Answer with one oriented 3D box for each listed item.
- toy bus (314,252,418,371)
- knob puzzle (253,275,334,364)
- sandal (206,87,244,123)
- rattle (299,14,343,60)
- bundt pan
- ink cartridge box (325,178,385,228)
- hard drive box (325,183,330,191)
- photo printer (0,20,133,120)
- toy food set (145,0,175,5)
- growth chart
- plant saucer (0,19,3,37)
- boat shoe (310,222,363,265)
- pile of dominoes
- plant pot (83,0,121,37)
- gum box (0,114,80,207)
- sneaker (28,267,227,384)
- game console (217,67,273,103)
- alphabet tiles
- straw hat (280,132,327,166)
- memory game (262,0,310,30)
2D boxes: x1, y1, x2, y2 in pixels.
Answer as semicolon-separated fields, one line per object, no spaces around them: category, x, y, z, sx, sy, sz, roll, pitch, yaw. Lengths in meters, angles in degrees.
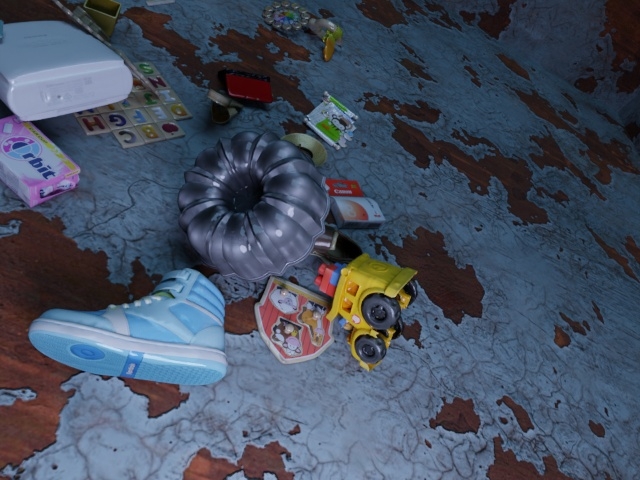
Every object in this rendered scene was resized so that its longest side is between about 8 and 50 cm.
toy bus;0.082;0.139;1.015;0.211;0.220;0.149;23;26;20
knob puzzle;-0.053;0.176;1.002;0.213;0.030;0.213;17;48;-20
sandal;-0.276;-0.360;1.269;0.088;0.079;0.240;30;11;-7
rattle;-0.020;-0.789;1.810;0.199;0.143;0.130;26;11;11
bundt pan;-0.150;-0.089;0.959;0.331;0.124;0.331;-4;69;11
ink cartridge box;0.090;-0.115;1.317;0.145;0.045;0.179;-1;58;-32
hard drive box;-0.116;-0.120;1.163;0.181;0.089;0.232;44;46;7
photo printer;-0.609;-0.393;1.028;0.256;0.107;0.307;-28;54;-36
toy food set;-0.566;-0.866;1.513;0.218;0.071;0.128;49;46;12
growth chart;0.042;-0.394;1.532;0.172;0.021;0.237;34;45;-4
plant saucer;-0.746;-0.406;0.947;0.192;0.018;0.067;-21;58;-5
boat shoe;0.002;-0.008;1.072;0.257;0.095;0.095;24;70;-41
pile of dominoes;-0.513;-0.483;1.147;0.251;0.196;0.040;39;86;4
plant pot;-0.601;-0.609;1.274;0.081;0.083;0.081;13;49;-23
gum box;-0.588;-0.160;0.930;0.188;0.062;0.107;41;45;6
sneaker;-0.314;0.127;0.821;0.319;0.127;0.208;21;48;-28
game console;-0.230;-0.466;1.411;0.144;0.085;0.124;1;11;-31
alphabet tiles;-0.508;-0.374;1.190;0.285;0.011;0.342;-25;70;-42
straw hat;-0.059;-0.236;1.313;0.144;0.061;0.144;12;49;-14
memory game;-0.131;-0.859;1.769;0.186;0.012;0.186;3;57;-4
